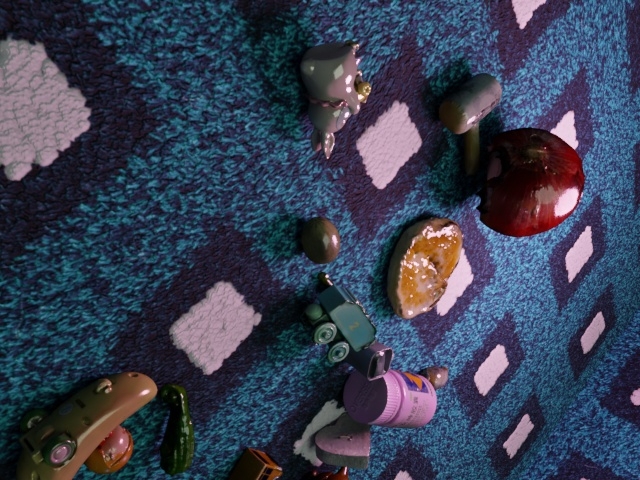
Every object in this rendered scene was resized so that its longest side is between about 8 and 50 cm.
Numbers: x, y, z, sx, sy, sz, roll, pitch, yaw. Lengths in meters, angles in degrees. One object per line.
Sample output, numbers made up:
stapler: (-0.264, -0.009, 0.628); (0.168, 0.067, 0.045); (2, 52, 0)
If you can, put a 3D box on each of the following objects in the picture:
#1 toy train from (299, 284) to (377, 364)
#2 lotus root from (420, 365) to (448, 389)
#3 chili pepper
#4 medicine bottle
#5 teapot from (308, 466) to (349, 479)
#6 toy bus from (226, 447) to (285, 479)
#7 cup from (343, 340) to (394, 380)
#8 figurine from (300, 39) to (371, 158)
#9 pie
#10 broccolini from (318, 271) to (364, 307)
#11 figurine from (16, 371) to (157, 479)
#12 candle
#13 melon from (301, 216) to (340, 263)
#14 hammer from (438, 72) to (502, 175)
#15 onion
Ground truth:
toy train: (0.048, 0.223, 1.719); (0.163, 0.112, 0.203); (-36, 129, -4)
lotus root: (0.408, 0.483, 2.262); (0.165, 0.088, 0.088); (2, 109, -55)
chili pepper: (-0.339, 0.450, 1.504); (0.074, 0.100, 0.257); (-16, 115, -58)
medicine bottle: (0.220, 0.493, 2.008); (0.290, 0.178, 0.178); (23, 94, -48)
teapot: (-0.014, 0.786, 1.986); (0.252, 0.135, 0.178); (-27, 160, -10)
toy bus: (-0.202, 0.680, 1.751); (0.201, 0.098, 0.114); (-57, 137, -6)
cup: (0.148, 0.334, 1.888); (0.128, 0.129, 0.095); (-8, 117, -42)
figurine: (0.031, -0.317, 1.451); (0.155, 0.127, 0.236); (-41, 140, -35)
pie: (0.320, 0.083, 1.970); (0.339, 0.077, 0.339); (-23, 128, -32)
broccolini: (0.061, 0.156, 1.765); (0.067, 0.058, 0.216); (-48, 136, -15)
figurine: (-0.472, 0.408, 1.331); (0.324, 0.124, 0.222); (-39, 133, -29)
candle: (0.087, 0.619, 1.954); (0.192, 0.168, 0.068); (-23, 131, -33)
melon: (0.000, 0.000, 1.596); (0.098, 0.098, 0.131); (-38, 130, -24)
hammer: (0.439, -0.316, 1.862); (0.202, 0.113, 0.305); (-37, 138, -21)
onion: (0.630, -0.183, 1.936); (0.341, 0.341, 0.341); (-22, 125, -35)
